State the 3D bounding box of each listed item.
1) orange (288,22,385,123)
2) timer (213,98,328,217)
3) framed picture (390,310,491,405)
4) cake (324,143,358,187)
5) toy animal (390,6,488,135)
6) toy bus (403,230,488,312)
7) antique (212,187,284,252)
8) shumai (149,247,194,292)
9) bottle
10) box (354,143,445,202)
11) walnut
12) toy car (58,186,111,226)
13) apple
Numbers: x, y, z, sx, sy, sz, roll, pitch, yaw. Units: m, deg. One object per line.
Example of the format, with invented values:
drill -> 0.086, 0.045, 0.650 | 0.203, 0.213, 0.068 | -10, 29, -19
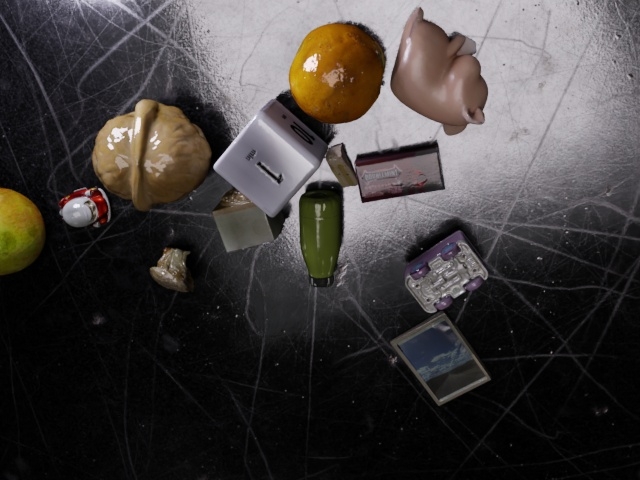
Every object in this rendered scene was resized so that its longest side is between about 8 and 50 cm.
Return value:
orange -> 0.040, -0.395, 1.582 | 0.239, 0.240, 0.240 | 2, 110, 6
timer -> -0.118, -0.207, 1.650 | 0.195, 0.192, 0.194 | 39, 112, -9
framed picture -> 0.350, 0.343, 1.921 | 0.189, 0.023, 0.260 | -32, 103, 19
cake -> 0.056, -0.186, 1.750 | 0.052, 0.065, 0.121 | -19, 113, 16
toy animal -> 0.287, -0.395, 1.587 | 0.256, 0.195, 0.213 | 27, 88, -4
toy bus -> 0.330, 0.084, 1.763 | 0.202, 0.142, 0.142 | -35, 102, 16
antique -> -0.190, -0.069, 1.771 | 0.146, 0.152, 0.148 | -14, 110, 14
shumai -> -0.408, 0.078, 1.880 | 0.145, 0.145, 0.116 | 24, 74, -1
bottle -> 0.000, 0.000, 1.792 | 0.112, 0.112, 0.260 | 1, 110, 7
box -> 0.206, -0.172, 1.729 | 0.224, 0.069, 0.120 | -7, 109, 11
walnut -> -0.430, -0.215, 1.693 | 0.296, 0.285, 0.285 | 5, 110, -1
toy car -> -0.670, -0.081, 1.848 | 0.139, 0.112, 0.112 | -7, 109, 9
apple -> -0.901, -0.020, 1.840 | 0.246, 0.226, 0.246 | 2, 107, 8
